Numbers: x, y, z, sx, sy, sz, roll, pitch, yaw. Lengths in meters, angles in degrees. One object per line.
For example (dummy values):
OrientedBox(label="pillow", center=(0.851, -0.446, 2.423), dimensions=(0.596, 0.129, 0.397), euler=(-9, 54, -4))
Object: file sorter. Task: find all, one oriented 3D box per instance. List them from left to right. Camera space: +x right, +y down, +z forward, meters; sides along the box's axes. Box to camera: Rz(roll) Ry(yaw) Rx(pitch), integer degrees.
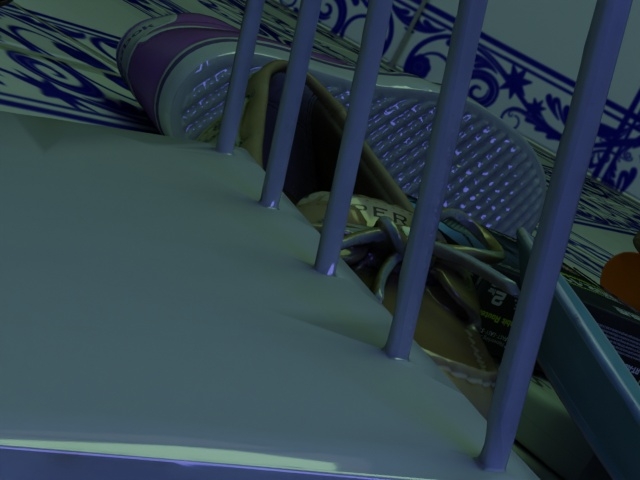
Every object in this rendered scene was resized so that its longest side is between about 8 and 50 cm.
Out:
OrientedBox(label="file sorter", center=(-0.065, -0.063, 0.436), dimensions=(0.193, 0.173, 0.278), euler=(7, 17, -19))

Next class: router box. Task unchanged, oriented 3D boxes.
OrientedBox(label="router box", center=(0.083, 0.023, 0.763), dimensions=(0.122, 0.038, 0.092), euler=(20, 13, -37))

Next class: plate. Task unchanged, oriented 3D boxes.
OrientedBox(label="plate", center=(0.117, 0.078, 0.602), dimensions=(0.188, 0.024, 0.188), euler=(55, 7, -10))

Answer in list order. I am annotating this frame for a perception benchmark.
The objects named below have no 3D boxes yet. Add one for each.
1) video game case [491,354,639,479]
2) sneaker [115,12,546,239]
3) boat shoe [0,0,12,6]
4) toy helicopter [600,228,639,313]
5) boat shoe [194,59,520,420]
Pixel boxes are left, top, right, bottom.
OrientedBox(label="video game case", center=(0.132, 0.074, 0.819), dimensions=(0.227, 0.026, 0.206), euler=(20, 13, -41))
OrientedBox(label="sneaker", center=(0.005, -0.077, 1.054), dimensions=(0.282, 0.102, 0.161), euler=(22, 8, -31))
OrientedBox(label="boat shoe", center=(-0.237, -0.182, 0.955), dimensions=(0.095, 0.095, 0.257), euler=(36, 11, 11))
OrientedBox(label="toy helicopter", center=(0.353, 0.083, 1.203), dimensions=(0.355, 0.140, 0.235), euler=(35, -4, -27))
OrientedBox(label="boat shoe", center=(0.000, 0.000, 0.649), dimensions=(0.104, 0.089, 0.285), euler=(24, 11, -27))
